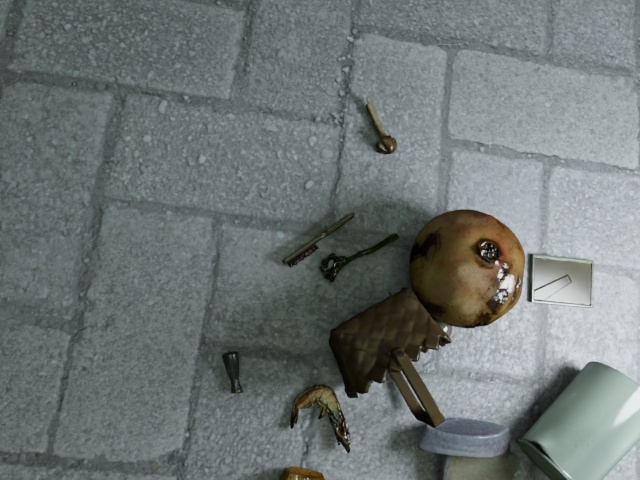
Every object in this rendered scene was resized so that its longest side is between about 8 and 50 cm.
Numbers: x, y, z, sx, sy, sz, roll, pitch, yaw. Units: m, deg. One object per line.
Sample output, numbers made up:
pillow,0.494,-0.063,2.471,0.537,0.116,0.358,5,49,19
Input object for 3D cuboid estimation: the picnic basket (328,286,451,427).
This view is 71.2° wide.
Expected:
picnic basket,0.192,0.319,1.152,0.291,0.254,0.321,-29,75,-9

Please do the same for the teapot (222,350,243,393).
teapot,-0.235,0.359,1.208,0.043,0.043,0.110,-11,86,-8

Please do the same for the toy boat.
toy boat,0.409,0.619,1.221,0.276,0.111,0.293,-11,96,-9

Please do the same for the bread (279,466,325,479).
bread,-0.068,0.734,1.154,0.139,0.077,0.270,16,82,-8

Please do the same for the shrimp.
shrimp,-0.005,0.499,1.213,0.148,0.035,0.195,-21,78,-11

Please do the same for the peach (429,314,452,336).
peach,0.331,0.250,1.268,0.083,0.083,0.083,1,82,-6

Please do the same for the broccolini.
broccolini,0.111,0.038,1.304,0.254,0.071,0.057,-26,44,-16

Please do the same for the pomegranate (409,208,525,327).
pomegranate,0.388,0.074,1.203,0.322,0.322,0.322,1,82,-6

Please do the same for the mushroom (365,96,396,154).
mushroom,0.171,-0.343,1.348,0.061,0.060,0.187,-24,82,-10

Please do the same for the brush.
brush,0.000,0.000,1.287,0.248,0.043,0.036,-35,94,-11

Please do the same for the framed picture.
framed picture,0.737,0.124,1.364,0.203,0.015,0.150,6,81,-6

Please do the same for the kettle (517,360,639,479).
kettle,0.731,0.527,1.235,0.318,0.265,0.205,-42,57,-10
